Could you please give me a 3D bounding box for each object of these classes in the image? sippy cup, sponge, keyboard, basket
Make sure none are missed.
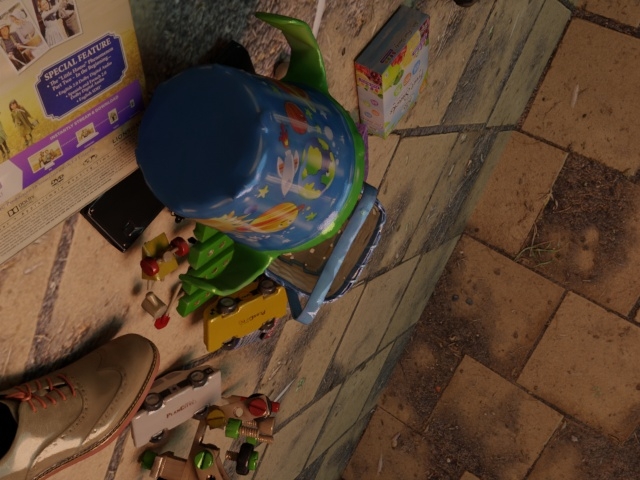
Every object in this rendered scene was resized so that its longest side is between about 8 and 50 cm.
[{"bbox_3d":[-0.090,-0.102,0.770,0.240,0.305,0.224,-19,171,21],"label":"sippy cup"},{"bbox_3d":[0.072,-0.148,1.359,0.210,0.031,0.117,74,35,-69],"label":"sponge"},{"bbox_3d":[-0.189,-0.117,0.898,0.317,0.033,0.201,-52,156,-16],"label":"keyboard"},{"bbox_3d":[0.000,0.000,1.154,0.254,0.201,0.289,-61,-161,5],"label":"basket"}]

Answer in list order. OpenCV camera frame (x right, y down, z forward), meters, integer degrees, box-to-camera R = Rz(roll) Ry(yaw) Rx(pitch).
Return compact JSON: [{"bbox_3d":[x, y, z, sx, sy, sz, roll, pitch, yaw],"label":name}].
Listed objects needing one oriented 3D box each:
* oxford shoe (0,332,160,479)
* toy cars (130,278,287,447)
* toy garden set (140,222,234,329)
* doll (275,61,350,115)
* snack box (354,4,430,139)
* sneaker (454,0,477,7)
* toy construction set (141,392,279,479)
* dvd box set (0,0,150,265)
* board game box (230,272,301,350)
[{"bbox_3d":[-0.360,0.233,0.860,0.348,0.123,0.130,-45,149,-35],"label":"oxford shoe"},{"bbox_3d":[-0.217,0.208,1.193,0.393,0.087,0.176,-52,144,-7],"label":"toy cars"},{"bbox_3d":[-0.209,0.037,0.992,0.204,0.049,0.244,-40,163,-41],"label":"toy garden set"},{"bbox_3d":[-0.009,-0.230,1.053,0.189,0.046,0.129,36,44,-50],"label":"doll"},{"bbox_3d":[0.149,-0.335,1.298,0.174,0.070,0.207,-53,160,-17],"label":"snack box"},{"bbox_3d":[0.292,-0.554,1.324,0.227,0.130,0.087,-102,-146,-80],"label":"sneaker"},{"bbox_3d":[-0.227,0.409,1.330,0.309,0.237,0.257,-61,160,-76],"label":"toy construction set"},{"bbox_3d":[-0.299,-0.163,0.549,0.307,0.062,0.420,-45,155,-31],"label":"dvd box set"},{"bbox_3d":[-0.109,0.140,1.371,0.194,0.060,0.194,-7,125,-63],"label":"board game box"}]
